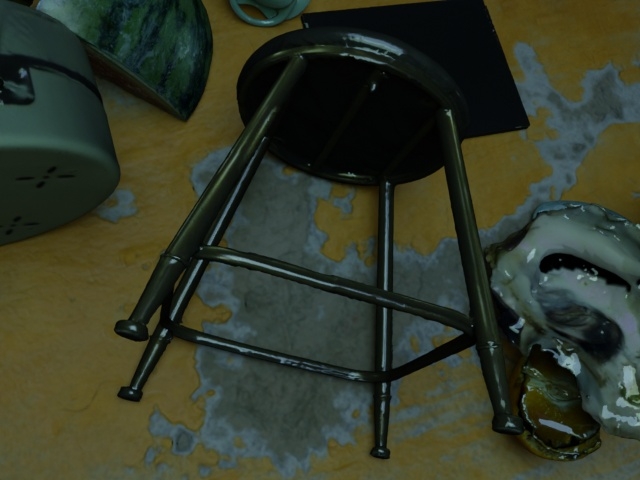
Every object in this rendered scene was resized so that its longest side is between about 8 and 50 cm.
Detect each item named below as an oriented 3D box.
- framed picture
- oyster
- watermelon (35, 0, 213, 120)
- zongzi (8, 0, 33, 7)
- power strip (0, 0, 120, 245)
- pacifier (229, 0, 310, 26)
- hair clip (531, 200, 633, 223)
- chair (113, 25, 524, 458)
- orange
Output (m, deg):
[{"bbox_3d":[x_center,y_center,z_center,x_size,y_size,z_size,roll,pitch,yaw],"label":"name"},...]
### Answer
[{"bbox_3d":[0.158,-0.274,1.088,0.339,0.014,0.255,-12,76,-18],"label":"framed picture"},{"bbox_3d":[0.355,0.082,0.897,0.238,0.115,0.351,-46,47,-4],"label":"oyster"},{"bbox_3d":[-0.279,-0.298,0.930,0.262,0.201,0.212,40,60,-45],"label":"watermelon"},{"bbox_3d":[-0.477,-0.354,0.793,0.289,0.154,0.317,-44,74,7],"label":"zongzi"},{"bbox_3d":[-0.391,-0.109,0.708,0.358,0.357,0.161,-15,80,-18],"label":"power strip"},{"bbox_3d":[-0.089,-0.402,1.030,0.150,0.126,0.116,10,33,-28],"label":"pacifier"},{"bbox_3d":[0.560,0.055,0.973,0.392,0.238,0.318,-1,76,-15],"label":"hair clip"},{"bbox_3d":[0.000,0.000,0.787,0.362,0.364,0.410,16,66,-9],"label":"chair"},{"bbox_3d":[0.319,0.225,0.923,0.170,0.112,0.160,0,56,-31],"label":"orange"}]
